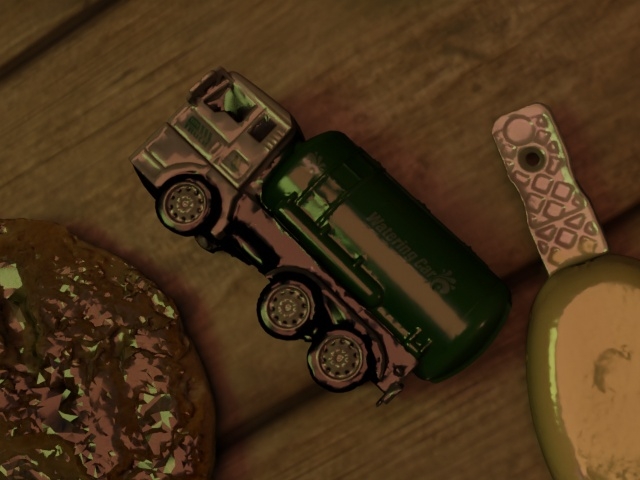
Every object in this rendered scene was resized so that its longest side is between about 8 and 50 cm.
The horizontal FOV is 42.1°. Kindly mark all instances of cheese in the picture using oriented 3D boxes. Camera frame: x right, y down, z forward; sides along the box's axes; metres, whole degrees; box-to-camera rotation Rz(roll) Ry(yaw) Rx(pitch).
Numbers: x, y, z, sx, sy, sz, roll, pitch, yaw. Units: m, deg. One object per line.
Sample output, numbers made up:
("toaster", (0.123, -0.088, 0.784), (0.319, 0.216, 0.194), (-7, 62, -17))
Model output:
("cheese", (0.170, 0.034, 0.509), (0.127, 0.050, 0.255), (-20, 81, 11))

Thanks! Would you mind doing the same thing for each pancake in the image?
("pancake", (-0.242, 0.143, 0.561), (0.356, 0.065, 0.356), (0, 78, 2))

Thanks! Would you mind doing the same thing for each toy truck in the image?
("toy truck", (0.000, 0.000, 0.529), (0.242, 0.101, 0.125), (43, 90, 11))
